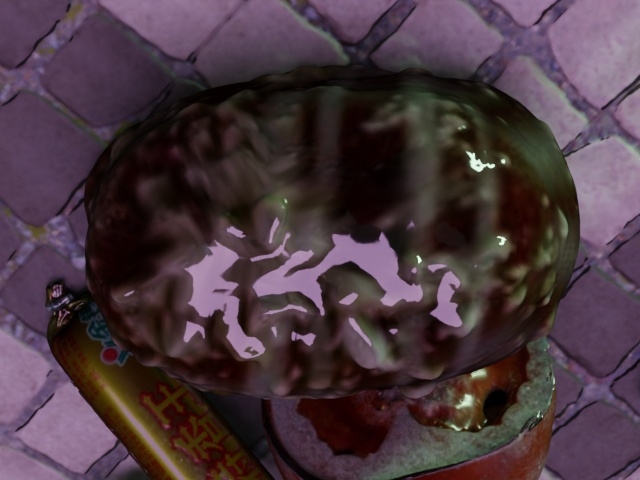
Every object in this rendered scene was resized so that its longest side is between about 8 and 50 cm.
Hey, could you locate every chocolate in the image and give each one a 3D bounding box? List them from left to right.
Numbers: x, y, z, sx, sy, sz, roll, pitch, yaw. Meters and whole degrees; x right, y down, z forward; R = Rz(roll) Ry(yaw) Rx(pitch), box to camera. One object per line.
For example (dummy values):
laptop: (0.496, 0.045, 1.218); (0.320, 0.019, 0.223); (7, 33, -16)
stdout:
chocolate: (0.000, 0.000, 0.970); (0.340, 0.210, 0.225); (-1, 96, 2)

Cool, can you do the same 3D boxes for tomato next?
tomato: (0.070, 0.146, 1.126); (0.214, 0.181, 0.155); (-9, 134, 4)

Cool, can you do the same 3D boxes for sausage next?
sausage: (-0.081, 0.173, 1.116); (0.082, 0.082, 0.371); (-40, 87, 18)
